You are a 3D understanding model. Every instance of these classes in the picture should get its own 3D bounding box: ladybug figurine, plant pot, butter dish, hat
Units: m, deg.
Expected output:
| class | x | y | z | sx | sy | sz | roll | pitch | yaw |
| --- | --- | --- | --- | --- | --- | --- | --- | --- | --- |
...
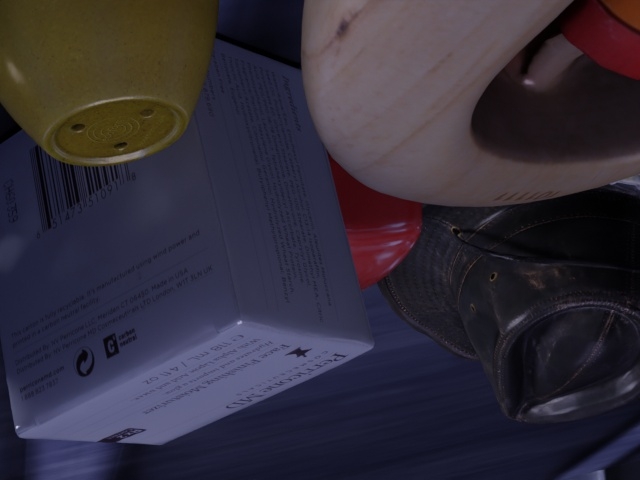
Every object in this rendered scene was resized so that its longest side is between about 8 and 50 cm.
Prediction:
| class | x | y | z | sx | sy | sz | roll | pitch | yaw |
| --- | --- | --- | --- | --- | --- | --- | --- | --- | --- |
| ladybug figurine | 0.152 | -0.163 | 0.542 | 0.305 | 0.161 | 0.449 | -2 | 157 | -33 |
| plant pot | -0.105 | -0.092 | 0.653 | 0.134 | 0.095 | 0.134 | -13 | 159 | -5 |
| butter dish | 0.000 | 0.000 | 0.931 | 0.160 | 0.118 | 0.160 | -3 | 157 | -29 |
| hat | 0.196 | 0.065 | 1.089 | 0.331 | 0.134 | 0.331 | 3 | 147 | 2 |

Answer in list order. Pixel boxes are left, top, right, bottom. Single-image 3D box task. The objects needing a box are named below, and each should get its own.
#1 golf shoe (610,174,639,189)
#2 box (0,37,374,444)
| class | x | y | z | sx | sy | sz | roll | pitch | yaw |
| --- | --- | --- | --- | --- | --- | --- | --- | --- | --- |
| golf shoe | 0.226 | -0.073 | 0.865 | 0.306 | 0.140 | 0.115 | -14 | 161 | 4 |
| box | -0.089 | 0.005 | 0.793 | 0.181 | 0.182 | 0.119 | -28 | 155 | 32 |
